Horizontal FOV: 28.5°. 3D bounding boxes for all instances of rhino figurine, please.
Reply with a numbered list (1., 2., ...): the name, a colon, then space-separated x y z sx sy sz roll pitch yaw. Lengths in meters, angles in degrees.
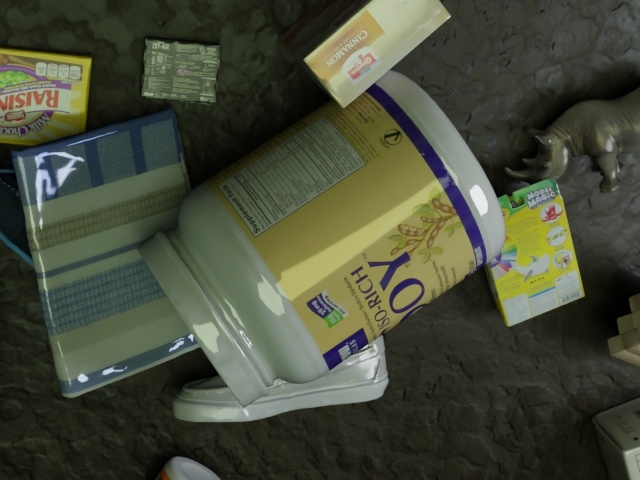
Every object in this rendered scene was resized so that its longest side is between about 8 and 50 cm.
1. rhino figurine: 0.330 -0.116 1.457 0.243 0.073 0.106 -16 113 3

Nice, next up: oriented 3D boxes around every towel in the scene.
1. towel: -0.219 0.013 1.373 0.209 0.034 0.285 -22 112 -35

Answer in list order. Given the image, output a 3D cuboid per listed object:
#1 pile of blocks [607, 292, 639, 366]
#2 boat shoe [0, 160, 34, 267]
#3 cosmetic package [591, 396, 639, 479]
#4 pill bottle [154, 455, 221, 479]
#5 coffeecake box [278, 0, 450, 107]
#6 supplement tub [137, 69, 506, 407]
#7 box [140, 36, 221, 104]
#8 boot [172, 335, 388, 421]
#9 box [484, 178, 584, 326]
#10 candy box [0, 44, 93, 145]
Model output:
1. pile of blocks: 0.512 0.095 1.548 0.362 0.149 0.112 7 62 -21
2. boat shoe: -0.320 -0.041 1.364 0.089 0.109 0.258 -45 126 -6
3. cosmetic package: 0.469 0.347 1.595 0.160 0.113 0.309 -19 109 -4
4. pill bottle: -0.182 0.340 1.493 0.086 0.086 0.152 30 100 -17
5. coffeecake box: 0.041 -0.223 1.315 0.142 0.185 0.068 -40 109 3
6. supplement tub: 0.000 0.000 1.329 0.331 0.241 0.241 -34 109 -6
7. box: -0.154 -0.186 1.380 0.083 0.018 0.067 3 105 -11
8. boot: -0.049 0.133 1.463 0.258 0.095 0.123 -7 101 -16
9. box: 0.239 0.008 1.467 0.105 0.043 0.179 -21 128 -2
10. candy box: -0.352 -0.157 1.350 0.206 0.027 0.105 4 109 -11
